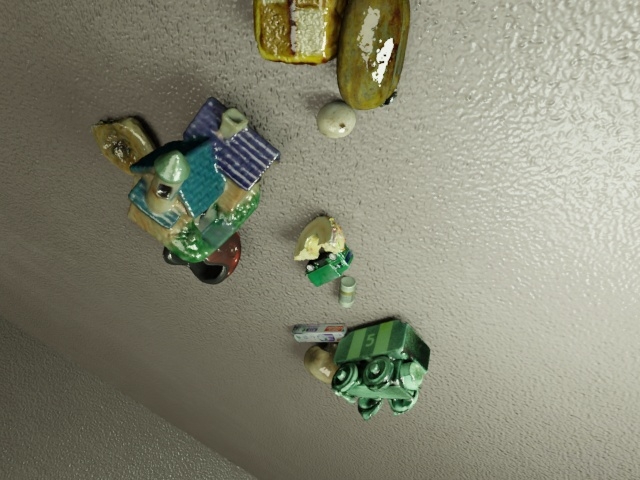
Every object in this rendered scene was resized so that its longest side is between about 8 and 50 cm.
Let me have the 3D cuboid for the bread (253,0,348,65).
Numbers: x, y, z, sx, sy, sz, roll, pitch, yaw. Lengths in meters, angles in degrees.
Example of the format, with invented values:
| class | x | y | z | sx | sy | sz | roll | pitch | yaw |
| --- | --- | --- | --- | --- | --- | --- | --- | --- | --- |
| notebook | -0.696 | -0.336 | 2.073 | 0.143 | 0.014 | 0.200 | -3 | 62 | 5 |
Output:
| class | x | y | z | sx | sy | sz | roll | pitch | yaw |
| --- | --- | --- | --- | --- | --- | --- | --- | --- | --- |
| bread | -0.040 | -0.442 | 0.774 | 0.182 | 0.096 | 0.222 | 17 | 129 | 17 |

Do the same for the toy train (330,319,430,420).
| class | x | y | z | sx | sy | sz | roll | pitch | yaw |
| --- | --- | --- | --- | --- | --- | --- | --- | --- | --- |
| toy train | 0.167 | 0.364 | 1.201 | 0.299 | 0.238 | 0.167 | -23 | 119 | 39 |

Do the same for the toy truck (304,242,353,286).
| class | x | y | z | sx | sy | sz | roll | pitch | yaw |
| --- | --- | --- | --- | --- | --- | --- | --- | --- | --- |
| toy truck | 0.023 | 0.062 | 1.157 | 0.079 | 0.065 | 0.147 | 46 | 132 | -15 |

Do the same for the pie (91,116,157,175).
| class | x | y | z | sx | sy | sz | roll | pitch | yaw |
| --- | --- | --- | --- | --- | --- | --- | --- | --- | --- |
| pie | -0.549 | -0.263 | 1.202 | 0.218 | 0.052 | 0.185 | -1 | 130 | 30 |

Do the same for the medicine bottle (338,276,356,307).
| class | x | y | z | sx | sy | sz | roll | pitch | yaw |
| --- | --- | --- | --- | --- | --- | --- | --- | --- | --- |
| medicine bottle | 0.077 | 0.148 | 1.210 | 0.047 | 0.047 | 0.083 | 16 | 130 | 15 |

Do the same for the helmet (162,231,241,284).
| class | x | y | z | sx | sy | sz | roll | pitch | yaw |
| --- | --- | --- | --- | --- | --- | --- | --- | --- | --- |
| helmet | -0.328 | 0.021 | 1.213 | 0.189 | 0.193 | 0.215 | -2 | 113 | 32 |

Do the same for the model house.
| class | x | y | z | sx | sy | sz | roll | pitch | yaw |
| --- | --- | --- | --- | --- | --- | --- | --- | --- | --- |
| model house | -0.253 | -0.153 | 0.965 | 0.245 | 0.312 | 0.280 | 41 | 134 | -4 |

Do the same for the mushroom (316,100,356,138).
| class | x | y | z | sx | sy | sz | roll | pitch | yaw |
| --- | --- | --- | --- | --- | --- | --- | --- | --- | --- |
| mushroom | 0.035 | -0.253 | 0.910 | 0.085 | 0.085 | 0.079 | 15 | 165 | 16 |

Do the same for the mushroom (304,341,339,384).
| class | x | y | z | sx | sy | sz | roll | pitch | yaw |
| --- | --- | --- | --- | --- | --- | --- | --- | --- | --- |
| mushroom | 0.030 | 0.398 | 1.371 | 0.166 | 0.127 | 0.166 | 29 | 169 | 7 |

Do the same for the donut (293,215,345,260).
| class | x | y | z | sx | sy | sz | roll | pitch | yaw |
| --- | --- | --- | --- | --- | --- | --- | --- | --- | --- |
| donut | 0.003 | -0.004 | 1.095 | 0.065 | 0.108 | 0.166 | 29 | 147 | -31 |

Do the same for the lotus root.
| class | x | y | z | sx | sy | sz | roll | pitch | yaw |
| --- | --- | --- | --- | --- | --- | --- | --- | --- | --- |
| lotus root | 0.091 | -0.352 | 0.761 | 0.123 | 0.124 | 0.241 | 15 | 130 | 14 |

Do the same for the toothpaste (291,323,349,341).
| class | x | y | z | sx | sy | sz | roll | pitch | yaw |
| --- | --- | --- | --- | --- | --- | --- | --- | --- | --- |
| toothpaste | -0.001 | 0.302 | 1.373 | 0.196 | 0.040 | 0.047 | -9 | 125 | 32 |
